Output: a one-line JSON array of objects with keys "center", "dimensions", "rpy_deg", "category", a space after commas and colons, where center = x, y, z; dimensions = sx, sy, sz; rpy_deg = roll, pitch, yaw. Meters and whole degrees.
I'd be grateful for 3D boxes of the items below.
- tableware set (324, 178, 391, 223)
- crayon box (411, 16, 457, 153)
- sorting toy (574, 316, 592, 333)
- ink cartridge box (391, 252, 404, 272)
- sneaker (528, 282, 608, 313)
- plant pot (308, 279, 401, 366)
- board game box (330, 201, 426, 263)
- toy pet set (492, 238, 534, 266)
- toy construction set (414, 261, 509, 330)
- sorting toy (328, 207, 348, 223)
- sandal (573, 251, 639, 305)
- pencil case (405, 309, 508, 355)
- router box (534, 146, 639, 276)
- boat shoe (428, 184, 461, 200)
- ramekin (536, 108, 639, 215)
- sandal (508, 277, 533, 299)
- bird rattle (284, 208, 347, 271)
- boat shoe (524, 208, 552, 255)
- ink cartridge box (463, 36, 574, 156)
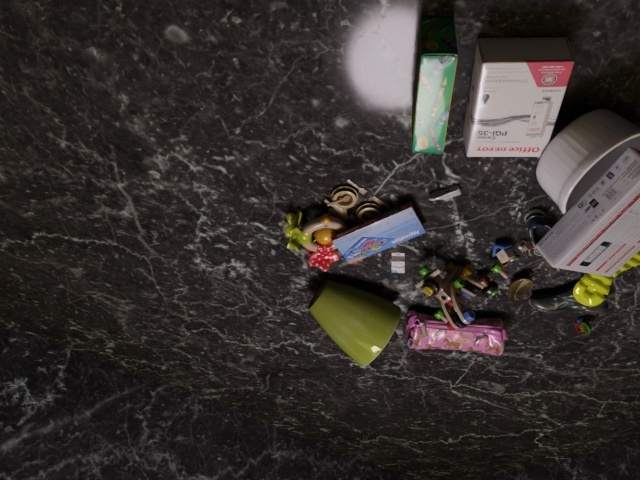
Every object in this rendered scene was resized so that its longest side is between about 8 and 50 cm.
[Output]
[{"center": [0.118, -0.105, 1.730], "dimensions": [0.194, 0.039, 0.128], "rpy_deg": [31, 130, -25], "category": "tableware set"}, {"center": [0.270, -0.369, 1.302], "dimensions": [0.081, 0.165, 0.278], "rpy_deg": [3, 140, 6], "category": "crayon box"}, {"center": [1.027, 0.326, 2.085], "dimensions": [0.042, 0.061, 0.102], "rpy_deg": [-25, 175, -5], "category": "sorting toy"}, {"center": [0.280, 0.082, 1.941], "dimensions": [0.048, 0.028, 0.083], "rpy_deg": [0, 139, 9], "category": "ink cartridge box"}, {"center": [0.897, 0.200, 1.950], "dimensions": [0.267, 0.101, 0.106], "rpy_deg": [-2, 117, 13], "category": "sneaker"}, {"center": [0.108, 0.287, 2.065], "dimensions": [0.293, 0.275, 0.275], "rpy_deg": [34, 136, -5], "category": "plant pot"}, {"center": [0.190, -0.020, 1.761], "dimensions": [0.281, 0.027, 0.145], "rpy_deg": [-23, 135, 15], "category": "board game box"}, {"center": [0.636, 0.036, 1.824], "dimensions": [0.114, 0.065, 0.122], "rpy_deg": [-12, 155, -33], "category": "toy pet set"}, {"center": [0.444, 0.162, 1.910], "dimensions": [0.237, 0.257, 0.309], "rpy_deg": [41, 160, 1], "category": "toy construction set"}, {"center": [0.061, -0.079, 1.800], "dimensions": [0.062, 0.012, 0.083], "rpy_deg": [-5, 136, 8], "category": "sorting toy"}, {"center": [0.940, 0.062, 1.745], "dimensions": [0.126, 0.138, 0.317], "rpy_deg": [38, 118, 5], "category": "sandal"}, {"center": [0.535, 0.367, 2.142], "dimensions": [0.386, 0.167, 0.160], "rpy_deg": [5, 107, 3], "category": "pencil case"}, {"center": [0.776, -0.056, 1.399], "dimensions": [0.301, 0.082, 0.335], "rpy_deg": [9, 128, -36], "category": "router box"}, {"center": [0.385, -0.139, 1.660], "dimensions": [0.100, 0.035, 0.035], "rpy_deg": [-19, 131, 20], "category": "boat shoe"}, {"center": [0.694, -0.200, 1.380], "dimensions": [0.277, 0.135, 0.277], "rpy_deg": [-20, 144, -16], "category": "ramekin"}, {"center": [0.724, 0.168, 1.961], "dimensions": [0.072, 0.049, 0.180], "rpy_deg": [6, 155, 11], "category": "sandal"}, {"center": [0.000, 0.000, 1.812], "dimensions": [0.207, 0.143, 0.253], "rpy_deg": [-29, 130, 29], "category": "bird rattle"}, {"center": [0.730, 0.002, 1.732], "dimensions": [0.095, 0.079, 0.254], "rpy_deg": [-17, 134, 27], "category": "boat shoe"}, {"center": [0.478, -0.346, 1.332], "dimensions": [0.207, 0.117, 0.283], "rpy_deg": [1, 140, 7], "category": "ink cartridge box"}]
